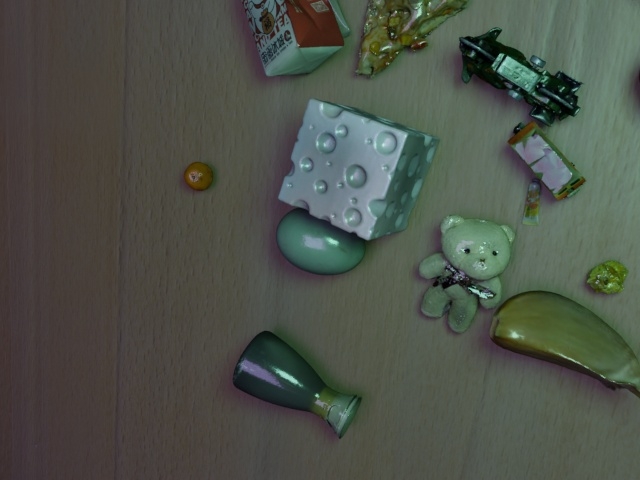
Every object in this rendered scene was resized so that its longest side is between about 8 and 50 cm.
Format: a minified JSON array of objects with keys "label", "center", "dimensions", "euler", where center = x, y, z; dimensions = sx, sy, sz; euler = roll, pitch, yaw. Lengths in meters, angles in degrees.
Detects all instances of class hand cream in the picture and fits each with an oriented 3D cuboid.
[{"label":"hand cream","center":[0.010,-0.577,1.351],"dimensions":[0.087,0.054,0.186],"euler":[-14,97,34]},{"label":"hand cream","center":[0.460,-0.082,1.199],"dimensions":[0.035,0.022,0.102],"euler":[8,105,22]}]

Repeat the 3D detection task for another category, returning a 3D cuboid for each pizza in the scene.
[{"label":"pizza","center":[0.175,-0.503,1.261],"dimensions":[0.297,0.071,0.189],"euler":[-36,81,27]}]

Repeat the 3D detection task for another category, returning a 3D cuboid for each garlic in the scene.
[{"label":"garlic","center":[0.510,0.232,1.123],"dimensions":[0.339,0.196,0.151],"euler":[29,125,19]}]

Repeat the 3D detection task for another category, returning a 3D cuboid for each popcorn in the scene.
[{"label":"popcorn","center":[0.587,0.073,1.134],"dimensions":[0.083,0.068,0.059],"euler":[-31,126,5]}]

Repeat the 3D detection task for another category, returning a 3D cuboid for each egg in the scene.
[{"label":"egg","center":[0.000,0.000,1.367],"dimensions":[0.231,0.168,0.167],"euler":[17,104,19]}]

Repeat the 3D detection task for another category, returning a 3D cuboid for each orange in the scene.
[{"label":"orange","center":[-0.346,-0.182,1.574],"dimensions":[0.084,0.084,0.083],"euler":[4,99,27]}]

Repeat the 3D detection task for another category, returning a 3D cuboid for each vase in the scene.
[{"label":"vase","center":[-0.058,0.388,1.464],"dimensions":[0.321,0.173,0.173],"euler":[28,109,16]}]

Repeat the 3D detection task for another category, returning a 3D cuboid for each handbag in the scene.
[{"label":"handbag","center":[-0.076,-0.559,1.319],"dimensions":[0.171,0.151,0.297],"euler":[-20,86,54]}]

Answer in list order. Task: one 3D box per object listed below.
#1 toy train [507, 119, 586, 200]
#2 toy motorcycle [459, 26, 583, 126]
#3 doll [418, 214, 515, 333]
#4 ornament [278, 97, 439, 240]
[{"label":"toy train","center":[0.461,-0.166,1.142],"dimensions":[0.072,0.099,0.188],"euler":[-43,78,26]},{"label":"toy motorcycle","center":[0.395,-0.335,1.127],"dimensions":[0.275,0.187,0.124],"euler":[32,110,0]},{"label":"doll","center":[0.320,0.087,1.239],"dimensions":[0.175,0.149,0.278],"euler":[10,119,-7]},{"label":"ornament","center":[0.091,-0.163,1.257],"dimensions":[0.240,0.239,0.239],"euler":[26,107,22]}]
